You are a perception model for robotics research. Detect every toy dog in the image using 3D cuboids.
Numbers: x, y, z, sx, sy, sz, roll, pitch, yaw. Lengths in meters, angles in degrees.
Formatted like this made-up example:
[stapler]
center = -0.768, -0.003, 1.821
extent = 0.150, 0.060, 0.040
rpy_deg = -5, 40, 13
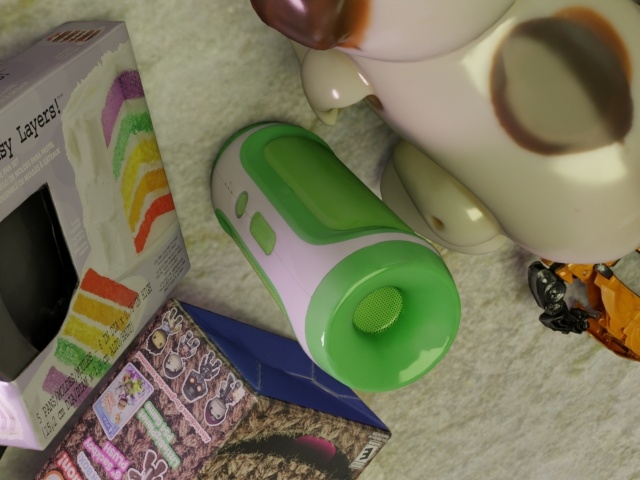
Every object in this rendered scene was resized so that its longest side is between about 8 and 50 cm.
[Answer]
[toy dog]
center = 0.102, -0.155, 0.766
extent = 0.284, 0.395, 0.408
rpy_deg = -39, 133, 9

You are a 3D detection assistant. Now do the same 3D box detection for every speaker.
[speaker]
center = 0.000, 0.000, 0.843
extent = 0.131, 0.296, 0.131
rpy_deg = -10, 119, -18

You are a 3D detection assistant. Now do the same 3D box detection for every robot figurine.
[robot figurine]
center = 0.344, 0.034, 1.136
extent = 0.291, 0.085, 0.211
rpy_deg = 35, 98, -33

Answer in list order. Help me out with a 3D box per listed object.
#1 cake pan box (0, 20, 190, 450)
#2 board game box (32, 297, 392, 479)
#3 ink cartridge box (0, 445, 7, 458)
[cake pan box]
center = -0.209, -0.011, 0.789
extent = 0.070, 0.267, 0.246
rpy_deg = 1, 120, 23
[board game box]
center = -0.116, 0.230, 0.963
extent = 0.291, 0.141, 0.232
rpy_deg = -53, 143, 8
[ink cartridge box]
center = -0.305, 0.115, 0.857
extent = 0.371, 0.069, 0.176
rpy_deg = -62, 161, 11
